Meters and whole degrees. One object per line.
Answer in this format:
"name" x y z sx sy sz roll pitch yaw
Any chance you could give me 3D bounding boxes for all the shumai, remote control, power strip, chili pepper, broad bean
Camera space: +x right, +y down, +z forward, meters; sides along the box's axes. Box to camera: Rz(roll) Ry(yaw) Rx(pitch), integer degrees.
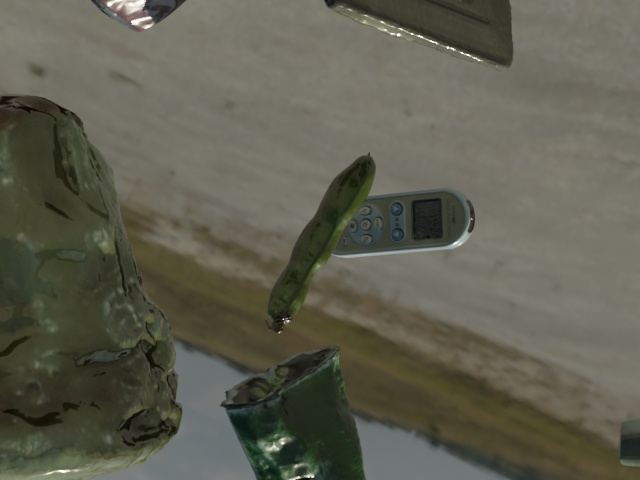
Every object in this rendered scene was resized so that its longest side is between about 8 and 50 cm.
"shumai" -0.286 0.041 1.202 0.324 0.323 0.397 -2 -175 6
"remote control" 0.108 -0.023 2.047 0.244 0.087 0.047 -5 170 30
"power strip" 0.092 -0.318 1.596 0.251 0.257 0.092 19 148 -36
"chili pepper" -0.004 0.254 1.467 0.099 0.270 0.136 -5 -160 38
"broad bean" -0.002 0.000 1.748 0.046 0.254 0.065 33 169 -16

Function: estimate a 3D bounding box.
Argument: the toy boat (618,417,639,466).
"toy boat" 0.501 0.259 1.775 0.260 0.085 0.078 -3 -161 15

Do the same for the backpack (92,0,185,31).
"backpack" -0.191 -0.432 1.669 0.197 0.283 0.317 39 -160 -58
